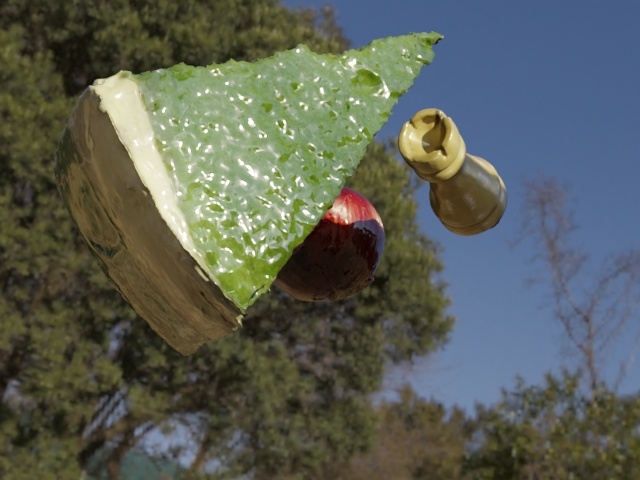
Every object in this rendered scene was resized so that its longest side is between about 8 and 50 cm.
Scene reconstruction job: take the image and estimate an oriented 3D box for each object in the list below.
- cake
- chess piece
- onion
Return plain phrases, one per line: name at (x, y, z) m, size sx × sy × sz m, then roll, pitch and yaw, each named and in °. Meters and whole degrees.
cake at (-0.056, -0.086, 0.745) m, size 0.172 × 0.284 × 0.158 m, roll 43°, pitch -27°, yaw -9°
chess piece at (0.107, -0.059, 0.856) m, size 0.066 × 0.066 × 0.122 m, roll -1°, pitch -27°, yaw 29°
onion at (0.000, 0.000, 1.002) m, size 0.131 × 0.131 × 0.131 m, roll 10°, pitch -24°, yaw 5°
